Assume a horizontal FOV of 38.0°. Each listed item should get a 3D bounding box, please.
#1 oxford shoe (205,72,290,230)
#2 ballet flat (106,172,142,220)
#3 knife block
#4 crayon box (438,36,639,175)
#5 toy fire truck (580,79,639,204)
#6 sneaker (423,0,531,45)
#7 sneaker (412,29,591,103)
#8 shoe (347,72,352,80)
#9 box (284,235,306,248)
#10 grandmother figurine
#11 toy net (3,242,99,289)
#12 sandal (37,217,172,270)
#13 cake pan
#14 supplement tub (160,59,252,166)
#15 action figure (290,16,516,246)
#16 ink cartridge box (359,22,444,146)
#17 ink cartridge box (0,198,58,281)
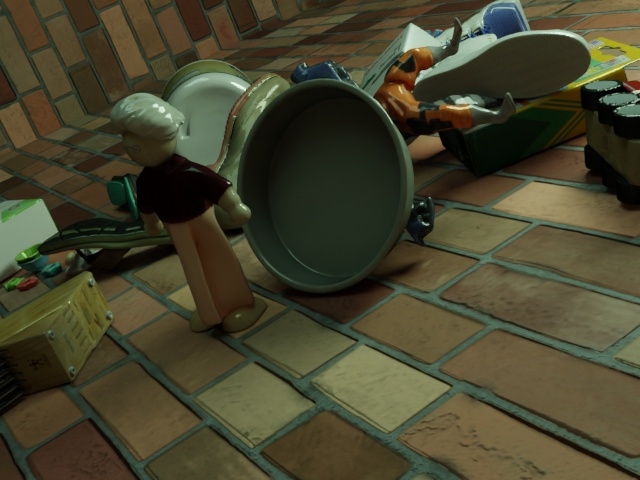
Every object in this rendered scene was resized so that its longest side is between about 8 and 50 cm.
[{"bbox_3d":[-0.112,-0.160,1.715,0.130,0.123,0.348,7,64,32],"label":"oxford shoe"},{"bbox_3d":[-0.385,-0.107,1.986,0.096,0.095,0.280,-17,18,-21],"label":"ballet flat"},{"bbox_3d":[-0.466,0.169,1.390,0.242,0.088,0.275,-16,22,15],"label":"knife block"},{"bbox_3d":[0.364,-0.224,1.528,0.323,0.083,0.203,-23,21,0],"label":"crayon box"},{"bbox_3d":[0.482,-0.166,1.206,0.246,0.158,0.217,-9,21,2],"label":"toy fire truck"},{"bbox_3d":[0.286,-0.392,1.985,0.315,0.127,0.182,-13,25,41],"label":"sneaker"},{"bbox_3d":[0.302,-0.296,1.499,0.292,0.108,0.169,-10,27,34],"label":"sneaker"},{"bbox_3d":[0.006,-0.342,2.210,0.178,0.063,0.081,-31,23,-7],"label":"shoe"},{"bbox_3d":[0.000,0.000,1.386,0.083,0.052,0.062,-11,24,25],"label":"box"},{"bbox_3d":[-0.180,-0.038,1.250,0.208,0.342,0.104,-10,24,31],"label":"grandmother figurine"},{"bbox_3d":[-0.520,0.044,1.809,0.232,0.045,0.122,-8,25,33],"label":"toy net"},{"bbox_3d":[-0.377,0.013,1.704,0.303,0.086,0.120,-2,19,11],"label":"sandal"},{"bbox_3d":[0.008,-0.074,1.287,0.293,0.293,0.054,-6,-3,37],"label":"cake pan"},{"bbox_3d":[-0.239,-0.275,2.049,0.228,0.228,0.316,-23,21,-2],"label":"supplement tub"},{"bbox_3d":[0.120,-0.137,1.365,0.330,0.341,0.178,-28,-23,6],"label":"action figure"},{"bbox_3d":[0.132,-0.253,1.649,0.160,0.092,0.219,-42,24,46],"label":"ink cartridge box"},{"bbox_3d":[-0.725,0.005,2.013,0.273,0.114,0.198,0,29,44],"label":"ink cartridge box"}]
